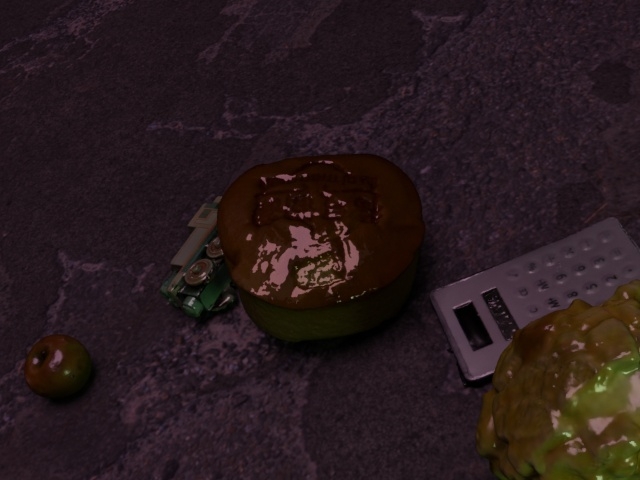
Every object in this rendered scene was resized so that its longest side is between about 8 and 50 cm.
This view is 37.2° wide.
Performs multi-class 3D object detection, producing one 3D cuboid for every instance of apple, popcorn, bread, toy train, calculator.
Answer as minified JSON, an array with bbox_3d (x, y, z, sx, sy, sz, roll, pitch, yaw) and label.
[{"bbox_3d":[-0.357,0.172,1.289,0.089,0.074,0.089,-14,45,15],"label":"apple"},{"bbox_3d":[0.266,0.155,0.936,0.235,0.181,0.217,-34,42,37],"label":"popcorn"},{"bbox_3d":[0.000,0.000,1.215,0.270,0.148,0.270,-3,50,3],"label":"bread"},{"bbox_3d":[-0.152,0.023,1.343,0.125,0.081,0.194,6,52,42],"label":"toy train"},{"bbox_3d":[0.268,0.071,1.141,0.261,0.021,0.161,-23,43,2],"label":"calculator"}]
